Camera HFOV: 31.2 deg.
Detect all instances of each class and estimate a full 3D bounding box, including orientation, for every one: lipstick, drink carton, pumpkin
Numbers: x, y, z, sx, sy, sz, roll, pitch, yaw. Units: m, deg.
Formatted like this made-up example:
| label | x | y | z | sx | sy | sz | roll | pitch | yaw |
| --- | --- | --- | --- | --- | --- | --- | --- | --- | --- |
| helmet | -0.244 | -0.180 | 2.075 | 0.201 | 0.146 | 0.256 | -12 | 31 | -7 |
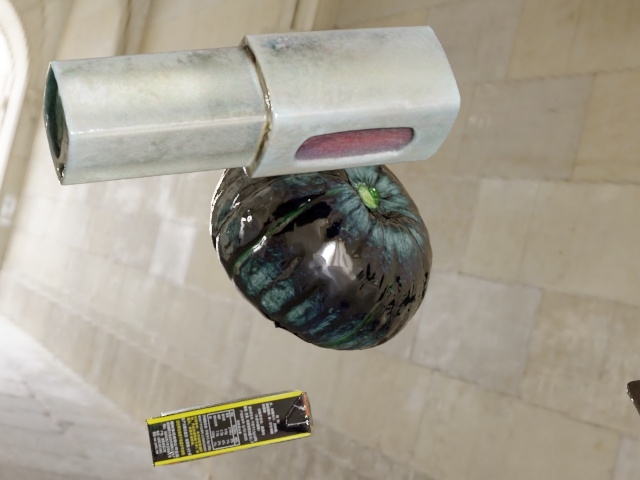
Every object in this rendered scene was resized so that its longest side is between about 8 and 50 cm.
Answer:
| label | x | y | z | sx | sy | sz | roll | pitch | yaw |
| --- | --- | --- | --- | --- | --- | --- | --- | --- | --- |
| lipstick | -0.042 | -0.085 | 0.721 | 0.253 | 0.077 | 0.079 | -6 | -28 | -24 |
| drink carton | -0.092 | 0.193 | 1.193 | 0.165 | 0.056 | 0.071 | -12 | -8 | 0 |
| pumpkin | 0.000 | 0.000 | 0.931 | 0.202 | 0.140 | 0.202 | 33 | 31 | -23 |

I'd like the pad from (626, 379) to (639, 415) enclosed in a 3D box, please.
| label | x | y | z | sx | sy | sz | roll | pitch | yaw |
| --- | --- | --- | --- | --- | --- | --- | --- | --- | --- |
| pad | 0.438 | 0.240 | 1.025 | 0.220 | 0.330 | 0.004 | -9 | -41 | -14 |
